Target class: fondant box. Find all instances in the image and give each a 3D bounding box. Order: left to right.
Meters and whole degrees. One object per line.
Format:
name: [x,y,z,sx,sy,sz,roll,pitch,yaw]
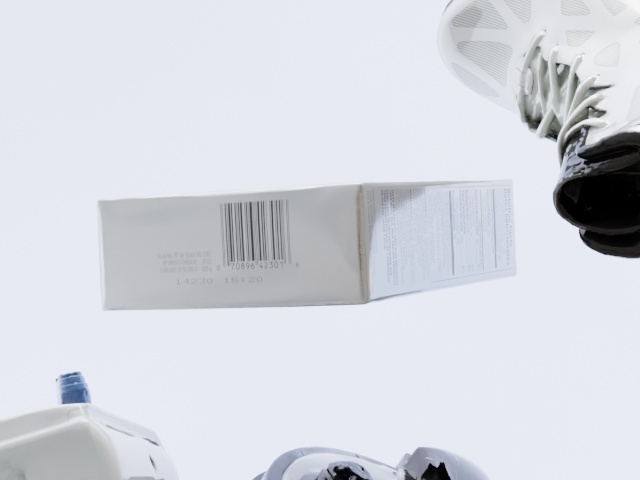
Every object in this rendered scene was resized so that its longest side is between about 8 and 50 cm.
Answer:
fondant box: [0.000,0.000,1.323,0.330,0.238,0.096,-3,-89,-63]

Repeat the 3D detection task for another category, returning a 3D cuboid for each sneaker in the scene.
sneaker: [0.228,-0.125,1.330,0.257,0.447,0.169,-31,-54,-37]

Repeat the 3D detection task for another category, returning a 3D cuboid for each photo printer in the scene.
photo printer: [-0.236,0.205,1.130,0.256,0.307,0.107,-17,-102,1]

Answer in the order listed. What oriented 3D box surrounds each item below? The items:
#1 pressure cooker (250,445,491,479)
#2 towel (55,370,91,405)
pressure cooker: [0.035,0.393,1.427,0.375,0.370,0.420,15,-68,-46]
towel: [-0.205,0.172,1.329,0.029,0.067,0.119,-6,-96,-12]
